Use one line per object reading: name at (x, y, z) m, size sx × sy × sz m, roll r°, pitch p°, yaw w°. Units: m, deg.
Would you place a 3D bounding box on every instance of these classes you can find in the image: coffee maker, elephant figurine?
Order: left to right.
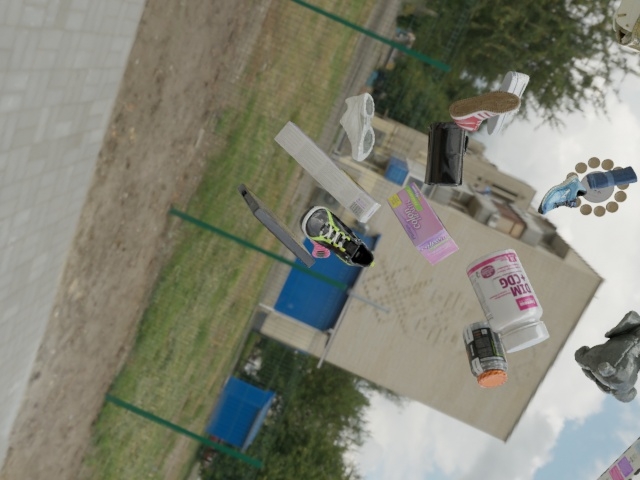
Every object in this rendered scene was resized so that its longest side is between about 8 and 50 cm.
coffee maker at (0.350, -0.243, 1.851) m, size 0.171 × 0.120 × 0.178 m, roll -8°, pitch 101°, yaw -68°
elephant figurine at (0.731, 0.244, 1.524) m, size 0.239 × 0.169 × 0.186 m, roll -41°, pitch -163°, yaw -2°

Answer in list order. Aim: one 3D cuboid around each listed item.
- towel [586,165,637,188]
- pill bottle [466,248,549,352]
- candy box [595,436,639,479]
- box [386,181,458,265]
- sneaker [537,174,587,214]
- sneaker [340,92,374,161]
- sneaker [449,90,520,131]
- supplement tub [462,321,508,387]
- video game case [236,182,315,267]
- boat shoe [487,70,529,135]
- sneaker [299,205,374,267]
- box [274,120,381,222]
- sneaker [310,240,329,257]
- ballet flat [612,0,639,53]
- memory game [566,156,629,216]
towel at (0.772, -0.166, 1.724) m, size 0.067 × 0.120 × 0.029 m, roll -70°, pitch 148°, yaw -59°
pill bottle at (0.565, 0.182, 1.956) m, size 0.160 × 0.160 × 0.283 m, roll 114°, pitch -41°, yaw -63°
candy box at (0.699, 0.528, 1.380) m, size 0.196 × 0.165 × 0.070 m, roll -56°, pitch -172°, yaw 17°
box at (0.366, -0.056, 2.313) m, size 0.117 × 0.213 × 0.243 m, roll -34°, pitch 152°, yaw 12°
sneaker at (0.664, -0.116, 1.776) m, size 0.162 × 0.073 × 0.063 m, roll -33°, pitch 154°, yaw -16°
sneaker at (0.121, -0.387, 2.239) m, size 0.090 × 0.115 × 0.232 m, roll 7°, pitch 86°, yaw -56°
sneaker at (0.289, -0.224, 1.135) m, size 0.067 × 0.119 × 0.042 m, roll 36°, pitch 52°, yaw -65°
supplement tub at (0.530, 0.366, 2.085) m, size 0.117 × 0.117 × 0.190 m, roll 115°, pitch -23°, yaw -48°
video game case at (-0.147, -0.051, 2.115) m, size 0.035 × 0.275 × 0.248 m, roll -44°, pitch -151°, yaw 3°
boat shoe at (0.698, -0.499, 2.414) m, size 0.095 × 0.084 × 0.258 m, roll -96°, pitch -164°, yaw -47°
sneaker at (0.052, -0.005, 1.527) m, size 0.097 × 0.235 × 0.084 m, roll 24°, pitch -98°, yaw 49°
box at (0.018, -0.175, 1.665) m, size 0.067 × 0.324 × 0.063 m, roll -49°, pitch 165°, yaw 11°
sneaker at (0.000, 0.000, 1.659) m, size 0.119 × 0.047 × 0.057 m, roll 84°, pitch 7°, yaw -56°
ballet flat at (0.638, -0.437, 1.280) m, size 0.123 × 0.123 × 0.348 m, roll -65°, pitch 164°, yaw 16°
memory game at (0.837, -0.162, 1.972) m, size 0.186 × 0.186 × 0.012 m, roll -65°, pitch 165°, yaw 15°
